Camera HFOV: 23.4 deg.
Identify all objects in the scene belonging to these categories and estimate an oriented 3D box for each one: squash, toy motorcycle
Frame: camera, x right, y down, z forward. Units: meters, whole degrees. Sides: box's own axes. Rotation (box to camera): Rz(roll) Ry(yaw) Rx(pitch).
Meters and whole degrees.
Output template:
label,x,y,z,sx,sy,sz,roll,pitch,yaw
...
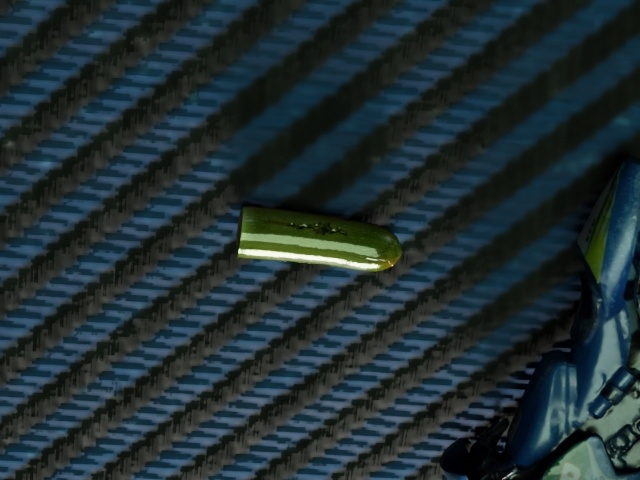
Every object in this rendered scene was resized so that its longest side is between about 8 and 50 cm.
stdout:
label,x,y,z,sx,sy,sz,roll,pitch,yaw
squash,0.000,0.000,0.780,0.083,0.027,0.027,6,116,-9
toy motorcycle,0.146,0.086,0.803,0.135,0.092,0.254,19,105,-3
